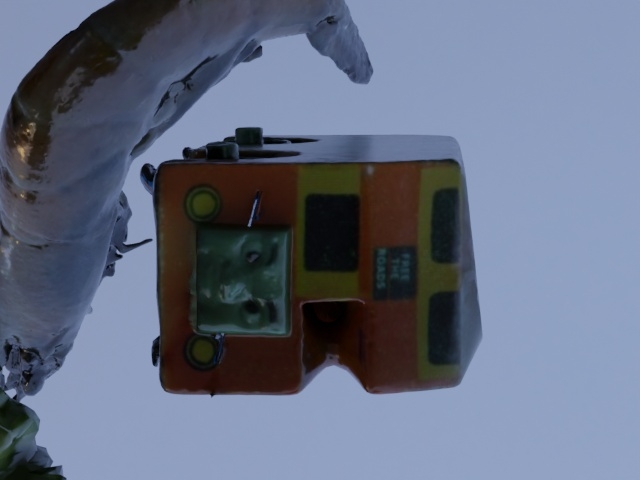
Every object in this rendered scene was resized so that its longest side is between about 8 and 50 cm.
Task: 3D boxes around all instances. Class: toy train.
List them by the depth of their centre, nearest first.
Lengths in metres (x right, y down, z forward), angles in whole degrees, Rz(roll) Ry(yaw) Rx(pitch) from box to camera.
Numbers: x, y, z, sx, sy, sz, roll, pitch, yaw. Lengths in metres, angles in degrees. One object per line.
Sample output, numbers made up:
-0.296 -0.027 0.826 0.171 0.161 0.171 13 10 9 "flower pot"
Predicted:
0.000 0.000 0.552 0.099 0.072 0.188 -3 -174 5 "toy train"

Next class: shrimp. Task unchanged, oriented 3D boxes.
-0.062 -0.023 0.780 0.198 0.262 0.051 -20 -123 -34 "shrimp"

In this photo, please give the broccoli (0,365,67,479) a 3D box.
-0.265 0.216 0.491 0.274 0.353 0.397 -3 180 21 "broccoli"
